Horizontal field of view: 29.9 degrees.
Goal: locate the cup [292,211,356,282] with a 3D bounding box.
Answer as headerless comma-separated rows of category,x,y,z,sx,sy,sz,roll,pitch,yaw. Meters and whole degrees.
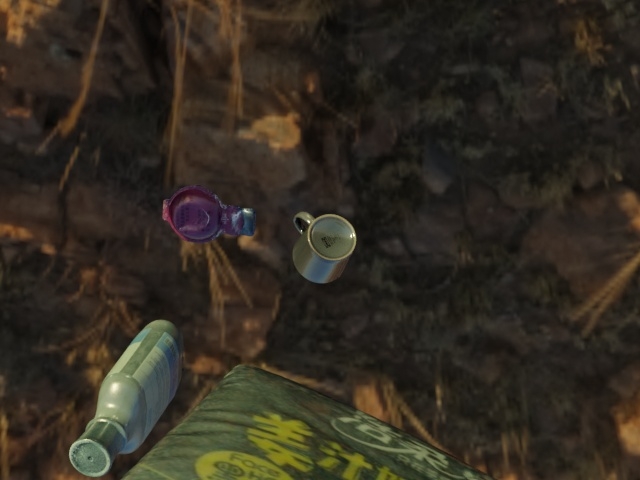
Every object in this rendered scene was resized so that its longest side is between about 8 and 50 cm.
cup,0.000,0.000,1.623,0.078,0.100,0.077,-36,170,-23

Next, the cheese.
cheese,-0.168,-0.037,1.808,0.145,0.038,0.095,9,114,9

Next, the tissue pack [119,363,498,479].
tissue pack,0.005,0.143,0.474,0.185,0.257,0.081,26,103,7

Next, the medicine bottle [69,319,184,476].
medicine bottle,-0.189,0.160,1.194,0.054,0.208,0.090,11,115,10
